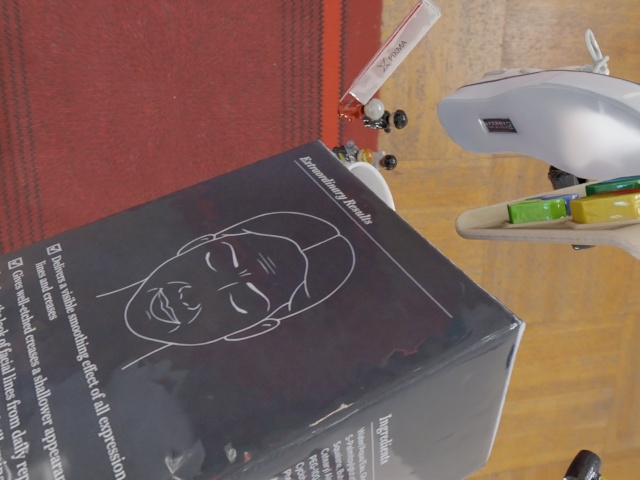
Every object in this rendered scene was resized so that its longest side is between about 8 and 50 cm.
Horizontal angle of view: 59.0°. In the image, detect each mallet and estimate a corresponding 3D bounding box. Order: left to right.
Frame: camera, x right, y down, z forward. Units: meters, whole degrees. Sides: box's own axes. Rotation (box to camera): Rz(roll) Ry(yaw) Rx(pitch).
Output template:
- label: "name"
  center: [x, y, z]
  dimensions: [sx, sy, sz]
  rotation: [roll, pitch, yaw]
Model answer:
- label: "mallet"
  center: [0.436, 0.368, 0.789]
  dimensions: [0.062, 0.190, 0.039]
  rotation: [-32, 126, -26]

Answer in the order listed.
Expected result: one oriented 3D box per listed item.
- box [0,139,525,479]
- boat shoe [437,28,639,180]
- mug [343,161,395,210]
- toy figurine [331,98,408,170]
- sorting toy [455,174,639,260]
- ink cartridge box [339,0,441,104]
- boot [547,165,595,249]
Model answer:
- label: "box"
  center: [-0.092, 0.121, 0.483]
  dimensions: [0.395, 0.293, 0.212]
  rotation: [-23, 134, -18]
- label: "boat shoe"
  center: [0.309, -0.177, 0.710]
  dimensions: [0.156, 0.367, 0.136]
  rotation: [-39, 111, -8]
- label: "mug"
  center: [0.000, 0.000, 1.406]
  dimensions: [0.374, 0.328, 0.276]
  rotation: [56, 45, -35]
- label: "toy figurine"
  center: [0.149, -0.305, 1.662]
  dimensions: [0.213, 0.148, 0.209]
  rotation: [7, 92, -54]
- label: "sorting toy"
  center: [0.240, -0.030, 0.452]
  dimensions: [0.193, 0.208, 0.038]
  rotation: [-13, 100, -18]
- label: "ink cartridge box"
  center: [0.182, -0.477, 1.445]
  dimensions: [0.066, 0.261, 0.296]
  rotation: [38, 119, -9]
- label: "boot"
  center: [0.644, -0.110, 1.409]
  dimensions: [0.094, 0.246, 0.207]
  rotation: [-14, 101, 34]
